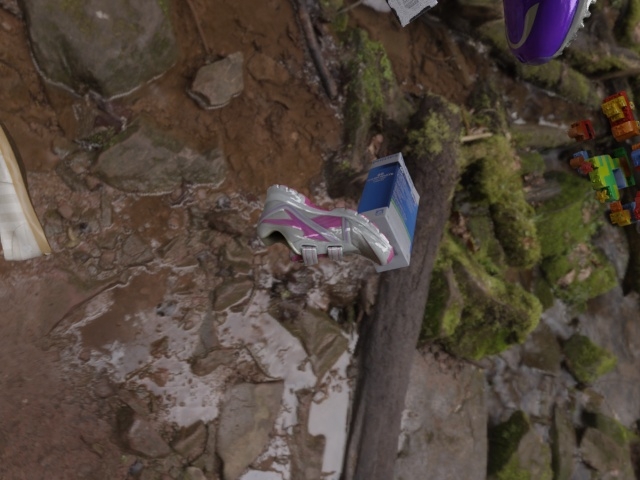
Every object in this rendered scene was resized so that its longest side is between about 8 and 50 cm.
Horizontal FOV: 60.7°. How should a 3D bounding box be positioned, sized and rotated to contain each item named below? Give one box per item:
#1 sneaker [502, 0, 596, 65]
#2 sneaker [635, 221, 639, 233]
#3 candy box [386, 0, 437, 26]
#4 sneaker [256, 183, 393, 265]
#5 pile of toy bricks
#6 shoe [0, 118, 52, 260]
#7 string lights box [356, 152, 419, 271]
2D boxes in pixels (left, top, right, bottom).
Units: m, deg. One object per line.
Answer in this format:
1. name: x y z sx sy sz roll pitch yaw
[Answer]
1. sneaker: 0.165 -0.309 0.493 0.146 0.102 0.294 -3 100 -10
2. sneaker: 0.664 -0.064 0.792 0.257 0.447 0.169 41 74 20
3. candy box: 0.107 -0.476 0.911 0.196 0.070 0.165 48 23 -27
4. sneaker: 0.000 0.000 0.937 0.252 0.103 0.111 20 70 18
5. pile of toy bricks: 0.433 -0.107 0.823 0.105 0.118 0.212 -12 83 -34
6. shoe: -0.435 -0.075 0.751 0.058 0.076 0.219 -20 86 -19
7. string lights box: 0.152 -0.068 1.196 0.133 0.076 0.260 61 29 -28
